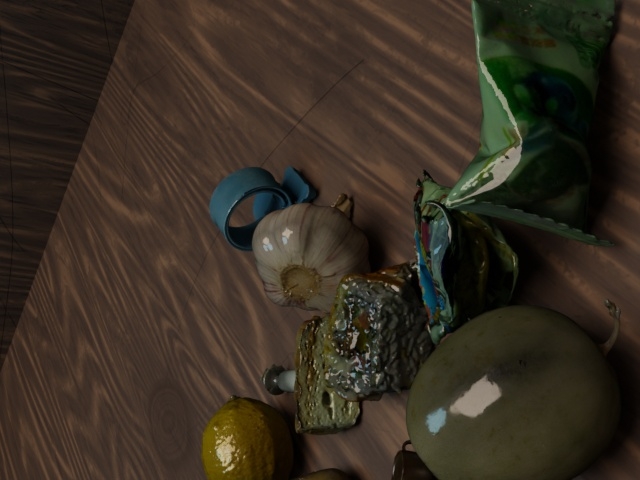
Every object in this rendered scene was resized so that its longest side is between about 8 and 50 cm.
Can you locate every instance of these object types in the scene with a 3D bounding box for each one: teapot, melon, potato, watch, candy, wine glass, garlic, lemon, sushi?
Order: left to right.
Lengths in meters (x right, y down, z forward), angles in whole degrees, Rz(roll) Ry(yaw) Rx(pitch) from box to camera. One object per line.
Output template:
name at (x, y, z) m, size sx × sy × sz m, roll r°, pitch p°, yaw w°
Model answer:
lemon at (-0.152, 0.433, 1.714) m, size 0.192 × 0.192 × 0.231 m, roll -33°, pitch 65°, yaw 44°
watch at (-0.136, -0.076, 1.817) m, size 0.211 × 0.193 × 0.211 m, roll -12°, pitch 74°, yaw 50°
wine glass at (-0.053, 0.291, 1.721) m, size 0.155 × 0.072 × 0.072 m, roll -11°, pitch 73°, yaw 52°
potato at (-0.010, 0.504, 1.568) m, size 0.176 × 0.137 × 0.137 m, roll -21°, pitch 65°, yaw 31°
garlic at (0.000, 0.000, 1.647) m, size 0.245 × 0.245 × 0.253 m, roll -30°, pitch 24°, yaw 45°
sushi at (0.101, 0.158, 1.496) m, size 0.184 × 0.139 × 0.274 m, roll 12°, pitch 98°, yaw 51°
teapot at (0.164, 0.396, 1.424) m, size 0.121 × 0.068 × 0.076 m, roll -87°, pitch 10°, yaw -46°
melon at (0.270, 0.222, 1.159) m, size 0.308 × 0.272 × 0.272 m, roll -10°, pitch 69°, yaw 11°
candy at (0.315, -0.204, 1.209) m, size 0.172 × 0.262 × 0.398 m, roll 0°, pitch 81°, yaw 63°

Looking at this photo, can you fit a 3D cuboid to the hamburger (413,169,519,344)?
hamburger at (0.227, 0.032, 1.284) m, size 0.276 × 0.150 × 0.261 m, roll -88°, pitch -9°, yaw -71°

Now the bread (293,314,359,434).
bread at (0.012, 0.262, 1.617) m, size 0.088 × 0.128 × 0.232 m, roll 112°, pitch 159°, yaw -79°
